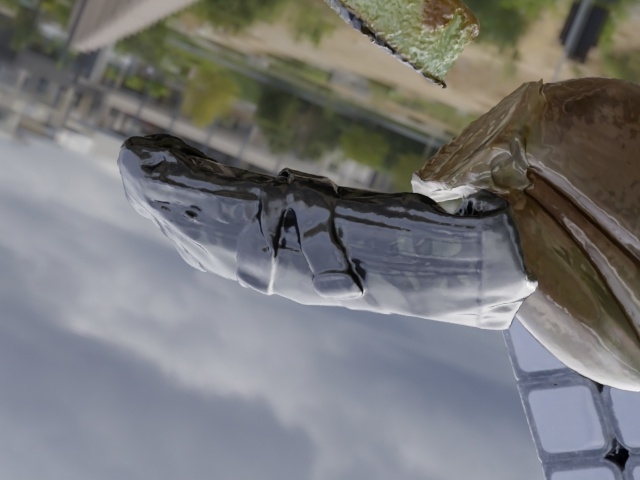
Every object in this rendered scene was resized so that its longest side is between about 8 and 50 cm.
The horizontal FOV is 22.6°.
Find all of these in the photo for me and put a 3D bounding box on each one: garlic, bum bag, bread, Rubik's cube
[{"bbox_3d":[0.251,-0.016,1.455,0.325,0.279,0.132,41,155,-13],"label":"garlic"},{"bbox_3d":[0.000,0.000,1.204,0.340,0.095,0.144,11,141,22],"label":"bum bag"},{"bbox_3d":[0.055,-0.192,1.266,0.140,0.069,0.128,32,-169,-34],"label":"bread"},{"bbox_3d":[0.415,0.135,1.801,0.301,0.303,0.305,-10,-166,33],"label":"Rubik's cube"}]
